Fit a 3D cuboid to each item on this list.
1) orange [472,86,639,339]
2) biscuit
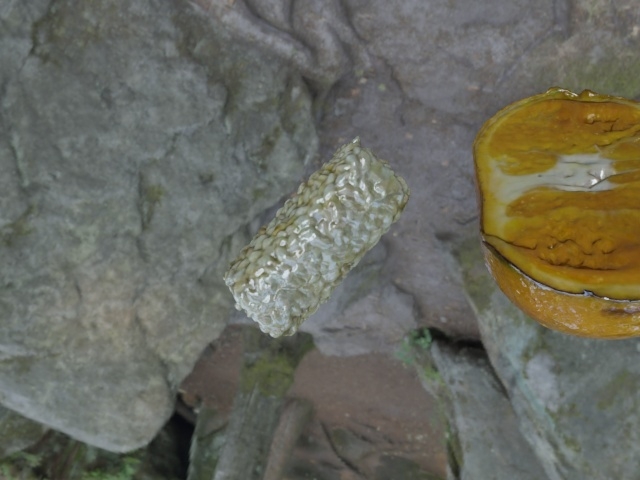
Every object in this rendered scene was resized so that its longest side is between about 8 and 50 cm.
[{"bbox_3d":[0.284,-0.032,0.745,0.274,0.275,0.310,18,-170,-1],"label":"orange"},{"bbox_3d":[0.000,0.000,0.577,0.082,0.168,0.070,44,178,-15],"label":"biscuit"}]
